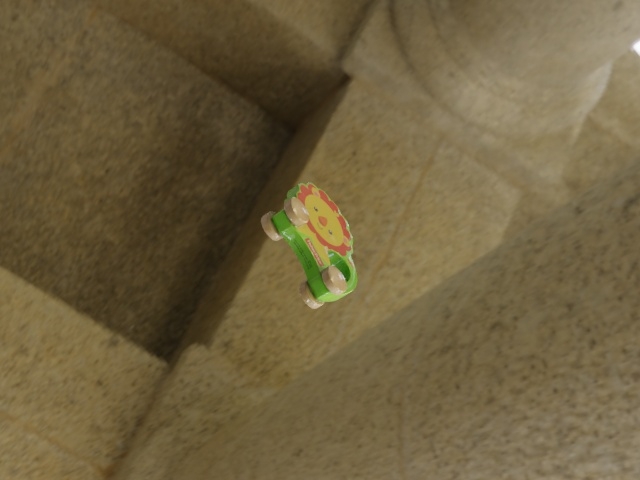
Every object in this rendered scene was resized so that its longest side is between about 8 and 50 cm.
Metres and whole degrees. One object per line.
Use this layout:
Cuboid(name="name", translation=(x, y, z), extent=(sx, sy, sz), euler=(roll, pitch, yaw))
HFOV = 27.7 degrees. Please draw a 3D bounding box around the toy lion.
Cuboid(name="toy lion", translation=(0.000, 0.000, 1.050), extent=(0.100, 0.034, 0.096), euler=(61, -154, 8))
